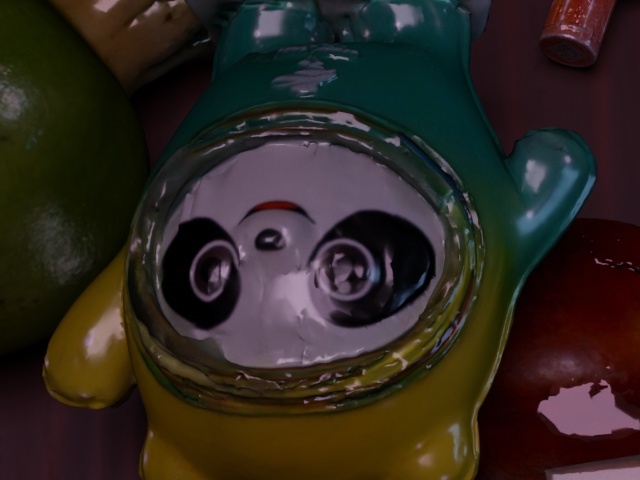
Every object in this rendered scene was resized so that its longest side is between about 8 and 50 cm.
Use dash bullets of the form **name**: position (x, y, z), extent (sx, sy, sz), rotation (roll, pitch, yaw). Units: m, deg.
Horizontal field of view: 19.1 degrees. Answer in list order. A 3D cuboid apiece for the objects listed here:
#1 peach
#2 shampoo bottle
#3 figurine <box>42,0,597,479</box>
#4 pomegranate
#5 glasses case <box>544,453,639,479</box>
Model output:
- **peach**: position (0.140, 0.066, 1.175), extent (0.279, 0.068, 0.189), rotation (0, 66, 10)
- **shampoo bottle**: position (0.201, -0.222, 1.292), extent (0.108, 0.051, 0.221), rotation (16, 72, 15)
- **figurine**: position (0.000, 0.000, 1.128), extent (0.324, 0.231, 0.340), rotation (0, 66, 13)
- **pomegranate**: position (-0.229, -0.097, 1.222), extent (0.358, 0.216, 0.310), rotation (-38, 63, -8)
- **glasses case**: position (0.170, 0.224, 1.101), extent (0.102, 0.070, 0.193), rotation (-9, 76, 12)
